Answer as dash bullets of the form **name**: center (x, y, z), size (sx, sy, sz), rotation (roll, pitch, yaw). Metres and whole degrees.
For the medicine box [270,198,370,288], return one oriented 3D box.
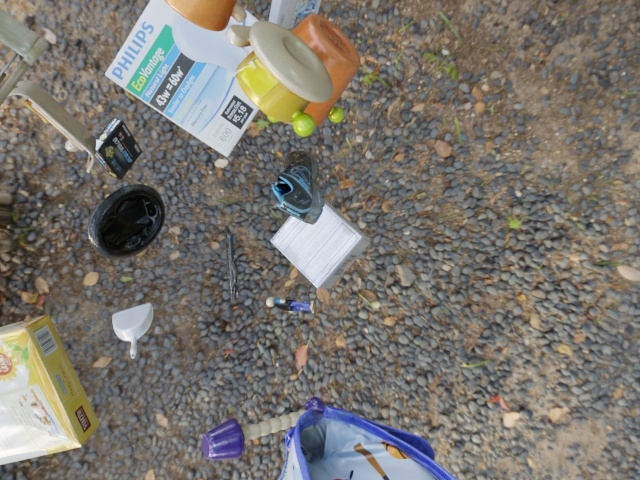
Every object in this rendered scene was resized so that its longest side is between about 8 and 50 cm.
- **medicine box**: center (0.000, 0.000, 1.599), size (0.289, 0.149, 0.263), rotation (44, 100, 20)

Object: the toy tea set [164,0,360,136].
- **toy tea set**: center (-0.104, -0.232, 0.413), size (0.336, 0.200, 0.124), rotation (51, 126, 0)

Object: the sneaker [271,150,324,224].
- **sneaker**: center (-0.082, -0.198, 1.285), size (0.140, 0.340, 0.125), rotation (16, 125, -27)

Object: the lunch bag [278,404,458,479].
- **lunch bag**: center (0.083, 0.449, 0.518), size (0.386, 0.239, 0.327), rotation (29, 120, 36)

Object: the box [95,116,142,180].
- **box**: center (-0.863, -0.385, 1.706), size (0.051, 0.220, 0.175), rotation (22, 67, 7)

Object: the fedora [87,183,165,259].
- **fedora**: center (-0.802, -0.091, 1.619), size (0.153, 0.334, 0.333), rotation (21, 91, 25)

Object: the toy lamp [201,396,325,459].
- **toy lamp**: center (-0.116, 0.407, 0.869), size (0.275, 0.080, 0.080), rotation (2, 91, -36)

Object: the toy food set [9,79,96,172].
- **toy food set**: center (-0.876, -0.375, 1.321), size (0.092, 0.219, 0.306), rotation (-40, 128, -1)

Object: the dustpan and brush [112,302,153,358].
- **dustpan and brush**: center (-0.681, 0.333, 1.457), size (0.147, 0.211, 0.060), rotation (-17, 125, -10)

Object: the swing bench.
- **swing bench**: center (-0.793, -0.437, 0.874), size (0.253, 0.165, 0.254), rotation (37, 81, -41)

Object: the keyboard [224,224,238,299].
- **keyboard**: center (-0.386, 0.111, 1.722), size (0.033, 0.201, 0.317), rotation (-8, 114, -22)

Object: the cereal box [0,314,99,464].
- **cereal box**: center (-0.436, 0.206, 0.518), size (0.240, 0.047, 0.172), rotation (-14, 103, 6)

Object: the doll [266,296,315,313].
- **doll**: center (-0.116, 0.246, 1.526), size (0.189, 0.129, 0.046), rotation (5, 63, 10)

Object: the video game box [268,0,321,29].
- **video game box**: center (-0.067, -0.772, 1.259), size (0.187, 0.205, 0.048), rotation (-33, 78, -28)

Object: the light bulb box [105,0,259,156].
- **light bulb box**: center (-0.328, -0.491, 1.138), size (0.361, 0.225, 0.357), rotation (32, 95, -22)
